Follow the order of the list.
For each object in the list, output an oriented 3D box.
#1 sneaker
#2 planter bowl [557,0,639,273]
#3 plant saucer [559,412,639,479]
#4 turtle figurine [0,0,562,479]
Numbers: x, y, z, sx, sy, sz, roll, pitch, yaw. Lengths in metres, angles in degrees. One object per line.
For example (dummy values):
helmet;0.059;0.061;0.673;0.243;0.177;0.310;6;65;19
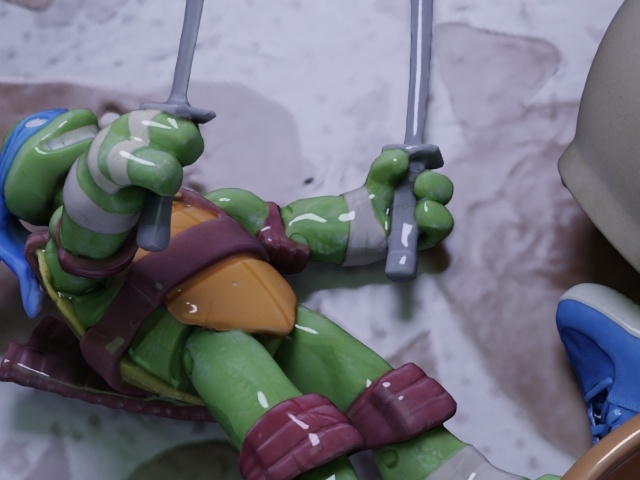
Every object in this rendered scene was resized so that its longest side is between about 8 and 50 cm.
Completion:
sneaker;0.124;0.095;0.815;0.084;0.058;0.152;-31;79;-17
planter bowl;0.167;-0.034;0.817;0.109;0.162;0.162;-45;73;15
plant saucer;0.150;0.146;0.760;0.200;0.037;0.200;-5;104;-19
turtle figurine;0.000;0.000;0.782;0.275;0.198;0.266;-38;73;-5
